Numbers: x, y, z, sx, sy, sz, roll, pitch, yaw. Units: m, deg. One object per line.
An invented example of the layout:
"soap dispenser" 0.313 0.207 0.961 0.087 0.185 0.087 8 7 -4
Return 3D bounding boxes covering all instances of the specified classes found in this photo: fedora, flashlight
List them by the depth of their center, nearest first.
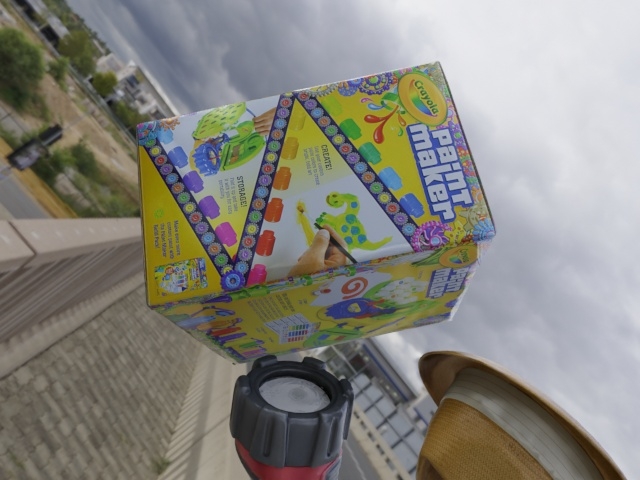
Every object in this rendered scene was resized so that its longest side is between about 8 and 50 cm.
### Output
"fedora" 0.123 0.166 0.382 0.194 0.079 0.194 41 -23 22
"flashlight" -0.044 0.257 0.494 0.103 0.103 0.303 -125 -137 -65

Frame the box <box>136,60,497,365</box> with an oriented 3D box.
"box" 0.000 0.000 0.581 0.290 0.280 0.176 77 2 -67
